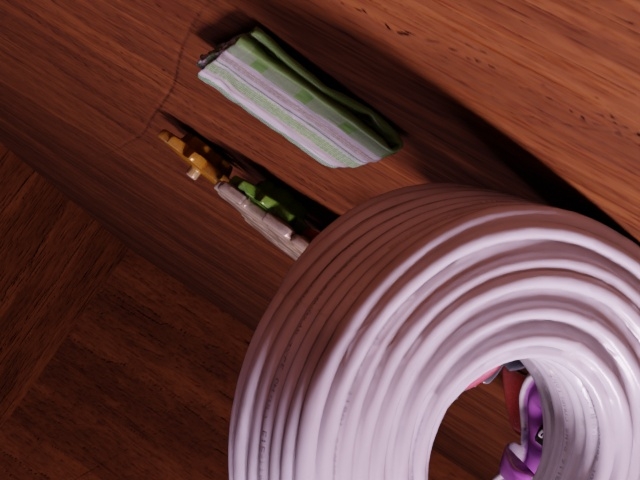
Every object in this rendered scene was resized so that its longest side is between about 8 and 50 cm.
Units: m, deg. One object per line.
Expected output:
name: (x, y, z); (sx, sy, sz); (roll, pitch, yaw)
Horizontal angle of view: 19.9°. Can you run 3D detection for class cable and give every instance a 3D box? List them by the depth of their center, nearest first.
cable: (0.077, 0.102, 0.893); (0.257, 0.257, 0.089); (43, 165, -26)

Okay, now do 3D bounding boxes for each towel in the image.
towel: (-0.013, -0.083, 1.065); (0.113, 0.023, 0.152); (34, 172, -10)

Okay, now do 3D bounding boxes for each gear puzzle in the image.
gear puzzle: (0.000, 0.000, 1.528); (0.339, 0.044, 0.175); (36, 176, 21)

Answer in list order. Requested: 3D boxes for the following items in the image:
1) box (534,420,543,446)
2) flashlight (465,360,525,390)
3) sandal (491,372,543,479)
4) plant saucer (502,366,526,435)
box: (0.292, 0.179, 1.152); (0.322, 0.079, 0.257); (34, 172, 9)
flashlight: (0.085, 0.047, 1.139); (0.103, 0.103, 0.304); (38, 175, 3)
sandal: (0.197, 0.221, 1.482); (0.169, 0.102, 0.416); (44, 164, 17)
plant saucer: (0.296, 0.225, 1.605); (0.259, 0.048, 0.258); (40, 172, -34)
